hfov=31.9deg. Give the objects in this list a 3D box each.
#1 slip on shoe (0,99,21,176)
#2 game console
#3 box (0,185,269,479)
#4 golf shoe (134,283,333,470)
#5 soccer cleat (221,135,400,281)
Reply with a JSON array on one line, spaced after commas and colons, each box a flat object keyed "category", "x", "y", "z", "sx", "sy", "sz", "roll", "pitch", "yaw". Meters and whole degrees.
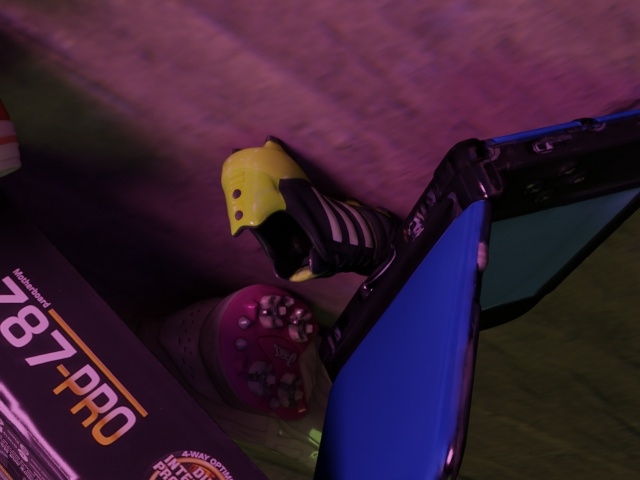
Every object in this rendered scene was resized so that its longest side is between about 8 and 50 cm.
[{"category": "slip on shoe", "x": -0.307, "y": -0.032, "z": 0.504, "sx": 0.331, "sy": 0.101, "sz": 0.123, "roll": -20, "pitch": -176, "yaw": -25}, {"category": "game console", "x": 0.103, "y": 0.075, "z": 0.684, "sx": 0.250, "sy": 0.173, "sz": 0.293, "roll": -13, "pitch": 158, "yaw": -22}, {"category": "box", "x": -0.146, "y": 0.164, "z": 0.740, "sx": 0.097, "sy": 0.395, "sz": 0.318, "roll": -39, "pitch": 166, "yaw": -28}, {"category": "golf shoe", "x": -0.034, "y": 0.126, "z": 0.939, "sx": 0.140, "sy": 0.115, "sz": 0.306, "roll": -5, "pitch": 147, "yaw": 31}, {"category": "soccer cleat", "x": 0.000, "y": 0.000, "z": 0.715, "sx": 0.060, "sy": 0.072, "sz": 0.179, "roll": -20, "pitch": 147, "yaw": 32}]
